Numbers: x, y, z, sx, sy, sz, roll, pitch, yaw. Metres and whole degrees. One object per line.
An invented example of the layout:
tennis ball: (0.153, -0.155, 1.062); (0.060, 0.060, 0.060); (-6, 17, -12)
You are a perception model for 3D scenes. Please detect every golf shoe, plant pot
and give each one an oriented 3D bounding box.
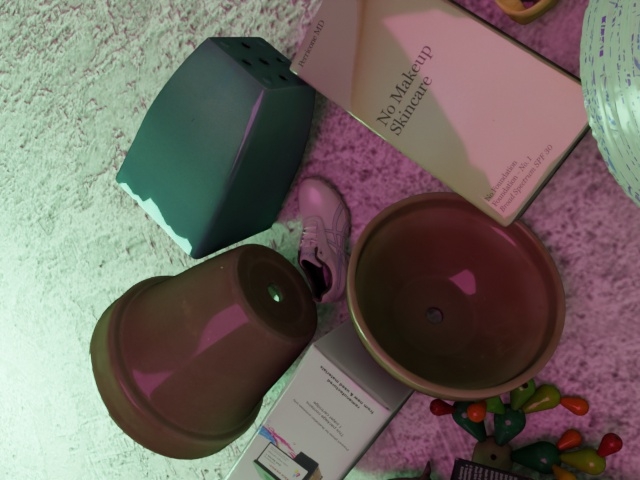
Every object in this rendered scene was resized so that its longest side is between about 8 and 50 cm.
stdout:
golf shoe: (0.000, 0.000, 0.781); (0.069, 0.086, 0.176); (-16, 92, 32)
plant pot: (-0.118, -0.132, 0.755); (0.165, 0.166, 0.234); (43, 124, 14)
plant pot: (0.143, 0.072, 0.674); (0.237, 0.237, 0.109); (41, 157, 15)
plant pot: (-0.130, 0.125, 0.783); (0.229, 0.263, 0.263); (-37, 82, 27)

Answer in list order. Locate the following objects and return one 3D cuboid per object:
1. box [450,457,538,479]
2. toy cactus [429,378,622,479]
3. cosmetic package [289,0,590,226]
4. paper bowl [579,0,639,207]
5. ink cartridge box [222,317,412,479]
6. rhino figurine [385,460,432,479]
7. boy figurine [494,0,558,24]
box: (0.261, 0.376, 0.638); (0.270, 0.143, 0.165); (12, 126, 15)
toy cactus: (0.225, 0.243, 0.711); (0.219, 0.112, 0.180); (20, 120, 14)
cosmetic package: (0.137, -0.174, 0.651); (0.309, 0.113, 0.160); (38, 117, 16)
paper bowl: (0.338, -0.142, 0.478); (0.148, 0.284, 0.284); (-172, 69, -73)
ink cartridge box: (0.015, 0.231, 0.755); (0.117, 0.201, 0.278); (39, 117, 16)
rhino figurine: (0.109, 0.385, 0.814); (0.243, 0.073, 0.106); (-43, 82, 28)
boy figurine: (0.226, -0.348, 0.542); (0.177, 0.092, 0.285); (30, 129, 16)
